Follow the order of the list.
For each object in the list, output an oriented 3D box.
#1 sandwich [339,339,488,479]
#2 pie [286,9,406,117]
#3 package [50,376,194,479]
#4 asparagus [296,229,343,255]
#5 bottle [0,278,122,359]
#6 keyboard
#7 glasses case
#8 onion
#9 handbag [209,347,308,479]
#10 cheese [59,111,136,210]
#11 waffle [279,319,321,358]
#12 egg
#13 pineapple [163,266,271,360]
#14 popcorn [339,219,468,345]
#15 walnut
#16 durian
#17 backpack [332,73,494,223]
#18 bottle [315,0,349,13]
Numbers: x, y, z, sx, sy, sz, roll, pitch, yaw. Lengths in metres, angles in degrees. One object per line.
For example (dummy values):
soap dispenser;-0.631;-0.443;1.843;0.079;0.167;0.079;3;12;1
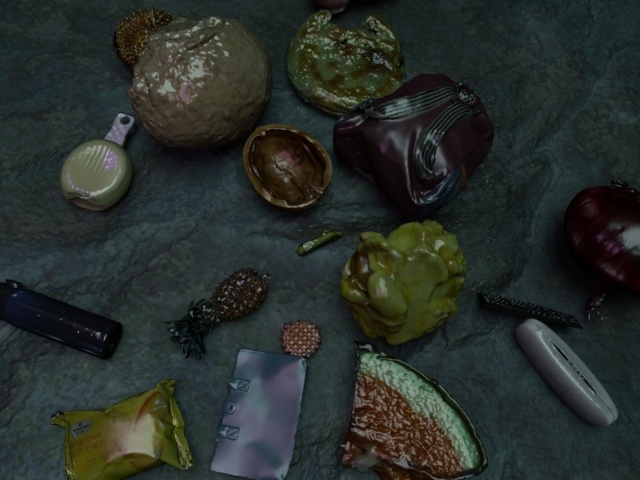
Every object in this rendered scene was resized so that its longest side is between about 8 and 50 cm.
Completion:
sandwich;0.150;0.332;1.012;0.292;0.109;0.212;25;74;8
pie;0.061;-0.413;1.328;0.303;0.067;0.302;3;67;-6
package;-0.334;0.336;0.969;0.226;0.090;0.168;-18;68;-10
asparagus;0.000;0.001;1.175;0.108;0.021;0.025;-25;71;-14
bottle;-0.489;0.141;1.045;0.245;0.072;0.082;18;77;2
keyboard;0.415;0.137;1.133;0.197;0.074;0.015;13;101;1
glasses case;0.460;0.248;1.079;0.059;0.092;0.233;-34;76;-16
onion;0.608;0.024;1.144;0.273;0.285;0.273;14;29;-8
handbag;-0.107;0.311;1.025;0.144;0.057;0.221;8;68;6
cheese;-0.445;-0.171;1.183;0.137;0.064;0.227;18;69;-1
waffle;-0.039;0.188;1.091;0.083;0.029;0.075;7;64;1
egg;-0.234;-0.320;1.161;0.279;0.279;0.310;37;55;10
pineapple;-0.180;0.130;1.072;0.221;0.083;0.103;-37;75;-15
popcorn;0.153;0.074;1.050;0.255;0.256;0.195;15;40;-43
walnut;-0.066;-0.143;1.193;0.167;0.087;0.211;-33;72;-10
durian;-0.376;-0.437;1.264;0.168;0.137;0.158;-24;51;-23
backpack;0.221;-0.218;1.190;0.317;0.197;0.283;-37;74;-19
bottle;0.078;-0.644;1.383;0.237;0.147;0.147;-30;73;-12
